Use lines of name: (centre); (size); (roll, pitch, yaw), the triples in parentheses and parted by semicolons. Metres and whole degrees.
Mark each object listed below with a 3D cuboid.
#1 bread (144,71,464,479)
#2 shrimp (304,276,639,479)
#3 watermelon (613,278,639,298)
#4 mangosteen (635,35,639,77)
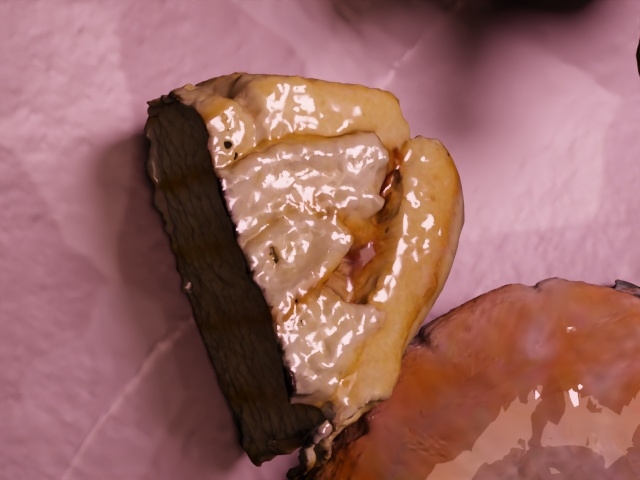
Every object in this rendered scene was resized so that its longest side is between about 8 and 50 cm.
bread: (0.003, 0.005, 0.513); (0.110, 0.103, 0.156); (-19, 97, -28)
shrimp: (0.051, 0.158, 0.503); (0.168, 0.077, 0.317); (31, 83, 17)
watermelon: (0.160, 0.115, 0.564); (0.139, 0.071, 0.187); (-35, 97, -12)
mangosteen: (0.126, -0.250, 0.482); (0.297, 0.313, 0.297); (-3, 49, 3)
